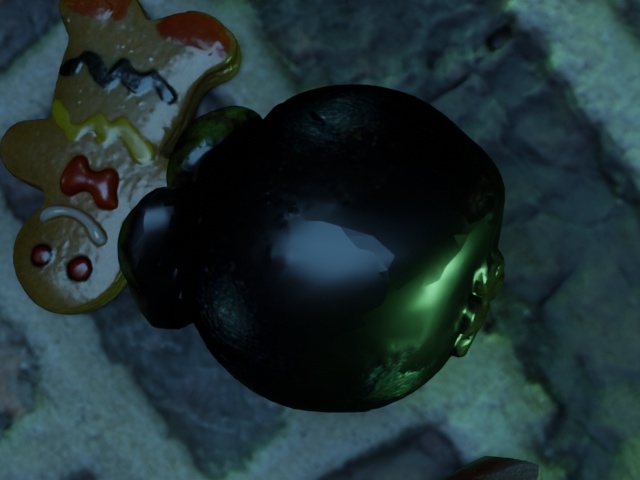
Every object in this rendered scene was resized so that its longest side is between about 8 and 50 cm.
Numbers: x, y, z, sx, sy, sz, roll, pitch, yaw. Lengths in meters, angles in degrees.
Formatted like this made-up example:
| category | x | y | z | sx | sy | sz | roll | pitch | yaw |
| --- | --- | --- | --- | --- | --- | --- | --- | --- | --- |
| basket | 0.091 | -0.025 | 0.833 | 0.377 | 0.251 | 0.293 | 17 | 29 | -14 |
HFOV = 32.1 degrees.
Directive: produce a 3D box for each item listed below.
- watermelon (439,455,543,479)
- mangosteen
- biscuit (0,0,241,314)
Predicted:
| category | x | y | z | sx | sy | sz | roll | pitch | yaw |
| --- | --- | --- | --- | --- | --- | --- | --- | --- | --- |
| watermelon | 0.116 | 0.188 | 0.726 | 0.085 | 0.072 | 0.092 | -31 | 78 | -13 |
| mangosteen | 0.000 | 0.000 | 0.705 | 0.243 | 0.243 | 0.243 | -1 | 82 | 7 |
| biscuit | -0.158 | -0.065 | 0.820 | 0.165 | 0.036 | 0.250 | 19 | 85 | 10 |
